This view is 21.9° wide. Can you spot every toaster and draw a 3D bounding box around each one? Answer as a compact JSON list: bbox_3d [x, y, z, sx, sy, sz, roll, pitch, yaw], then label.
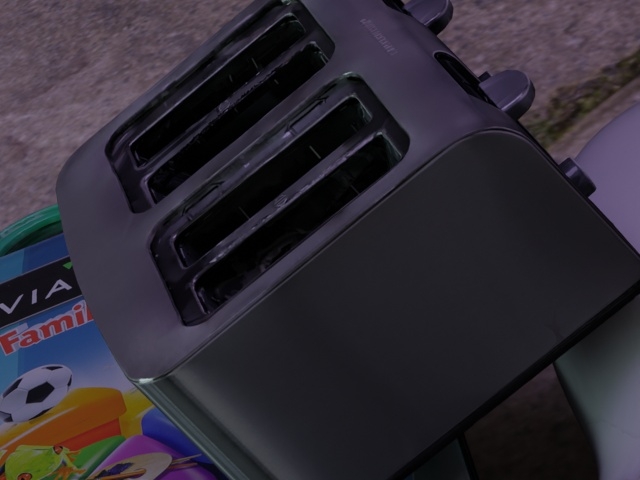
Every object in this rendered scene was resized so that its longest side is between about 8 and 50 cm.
[{"bbox_3d":[0.000,0.000,0.605,0.186,0.110,0.168,-39,34,6],"label":"toaster"}]

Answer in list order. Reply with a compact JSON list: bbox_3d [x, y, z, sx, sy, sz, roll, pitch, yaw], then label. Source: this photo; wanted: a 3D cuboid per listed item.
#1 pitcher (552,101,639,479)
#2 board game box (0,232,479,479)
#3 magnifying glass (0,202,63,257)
[{"bbox_3d":[0.167,0.035,0.613,0.178,0.125,0.207,-13,42,23],"label":"pitcher"},{"bbox_3d":[-0.067,0.097,0.715,0.254,0.079,0.336,-21,32,4],"label":"board game box"},{"bbox_3d":[-0.096,-0.005,0.936,0.231,0.026,0.092,-12,34,17],"label":"magnifying glass"}]
